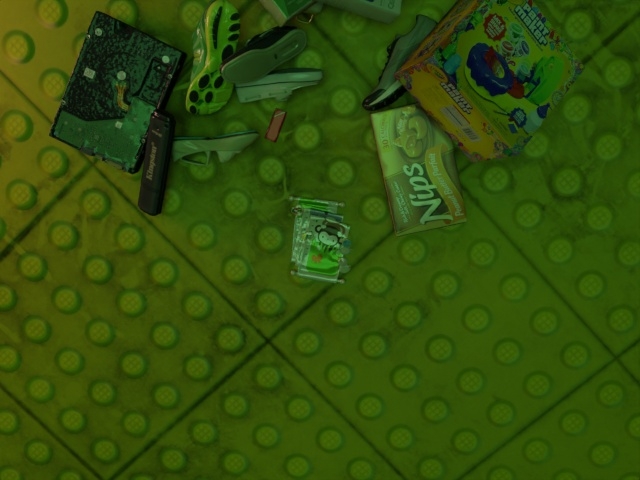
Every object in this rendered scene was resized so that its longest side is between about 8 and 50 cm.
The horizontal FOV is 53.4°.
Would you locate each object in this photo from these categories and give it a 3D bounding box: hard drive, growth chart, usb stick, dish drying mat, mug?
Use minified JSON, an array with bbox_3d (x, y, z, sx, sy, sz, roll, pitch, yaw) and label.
[{"bbox_3d":[-0.510,-0.367,1.606,0.237,0.064,0.338,25,101,-2],"label":"hard drive"},{"bbox_3d":[0.000,0.000,1.681,0.172,0.021,0.237,2,103,1],"label":"growth chart"},{"bbox_3d":[-0.415,-0.192,1.608,0.077,0.045,0.277,33,121,29],"label":"usb stick"},{"bbox_3d":[-0.115,-0.295,1.629,0.032,0.008,0.083,21,102,-3],"label":"dish drying mat"},{"bbox_3d":[-0.028,-0.575,1.548,0.064,0.078,0.062,15,70,-9],"label":"mug"}]

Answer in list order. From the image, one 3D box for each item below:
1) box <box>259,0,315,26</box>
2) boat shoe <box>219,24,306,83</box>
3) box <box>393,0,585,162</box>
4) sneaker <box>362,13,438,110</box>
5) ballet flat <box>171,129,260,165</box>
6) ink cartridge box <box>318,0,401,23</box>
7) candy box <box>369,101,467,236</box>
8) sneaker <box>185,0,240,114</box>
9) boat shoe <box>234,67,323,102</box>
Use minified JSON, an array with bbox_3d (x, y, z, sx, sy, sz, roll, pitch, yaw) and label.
[{"bbox_3d":[-0.102,-0.686,1.469,0.232,0.058,0.322,-41,96,-20],"label":"box"},{"bbox_3d":[-0.146,-0.448,1.524,0.233,0.084,0.079,-34,58,-19],"label":"boat shoe"},{"bbox_3d":[0.378,-0.381,1.433,0.290,0.177,0.279,43,76,-17],"label":"box"},{"bbox_3d":[0.192,-0.427,1.549,0.108,0.100,0.271,42,95,3],"label":"sneaker"},{"bbox_3d":[-0.271,-0.232,1.615,0.249,0.086,0.086,-2,102,12],"label":"ballet flat"},{"bbox_3d":[0.033,-0.623,1.446,0.333,0.065,0.165,13,80,-20],"label":"ink cartridge box"},{"bbox_3d":[0.244,-0.183,1.594,0.183,0.087,0.316,-12,102,5],"label":"candy box"},{"bbox_3d":[-0.263,-0.446,1.562,0.110,0.123,0.295,7,122,-26],"label":"sneaker"},{"bbox_3d":[-0.101,-0.383,1.583,0.227,0.083,0.075,0,114,14],"label":"boat shoe"}]
